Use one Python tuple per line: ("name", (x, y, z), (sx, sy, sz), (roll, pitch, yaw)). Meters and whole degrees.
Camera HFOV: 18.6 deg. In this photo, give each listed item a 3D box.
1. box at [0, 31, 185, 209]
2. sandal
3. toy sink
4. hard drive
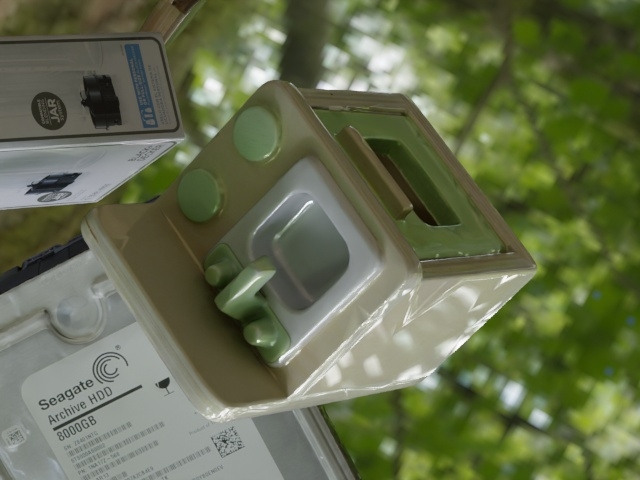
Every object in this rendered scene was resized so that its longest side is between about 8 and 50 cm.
("box", (-0.267, -0.081, 1.426), (0.290, 0.087, 0.169), (-6, 167, -32))
("sandal", (-0.089, -0.240, 1.435), (0.079, 0.240, 0.088), (40, -141, -2))
("toy sink", (0.000, 0.000, 1.172), (0.234, 0.131, 0.153), (-3, -128, -56))
("hard drive", (-0.112, 0.154, 1.411), (0.339, 0.237, 0.064), (63, -179, -15))
